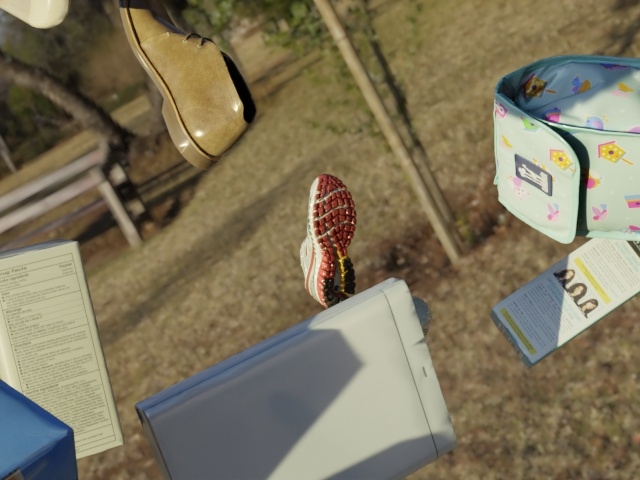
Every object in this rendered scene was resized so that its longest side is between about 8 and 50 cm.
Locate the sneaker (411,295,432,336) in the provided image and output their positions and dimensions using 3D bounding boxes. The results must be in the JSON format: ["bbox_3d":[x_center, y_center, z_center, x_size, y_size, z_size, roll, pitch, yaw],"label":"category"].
[{"bbox_3d":[0.090,0.153,1.686,0.237,0.085,0.086,-25,-40,-54],"label":"sneaker"}]

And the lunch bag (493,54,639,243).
[{"bbox_3d":[0.346,-0.111,1.439,0.262,0.223,0.160,3,54,14],"label":"lunch bag"}]

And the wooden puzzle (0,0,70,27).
[{"bbox_3d":[-0.398,-0.448,1.440,0.080,0.322,0.348,-2,17,-31],"label":"wooden puzzle"}]

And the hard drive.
[{"bbox_3d":[-0.017,0.220,1.354,0.353,0.233,0.047,-25,16,-22],"label":"hard drive"}]

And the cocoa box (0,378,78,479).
[{"bbox_3d":[-0.434,0.247,1.152,0.347,0.231,0.228,26,39,30],"label":"cocoa box"}]

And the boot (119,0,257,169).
[{"bbox_3d":[-0.179,-0.249,1.579,0.115,0.305,0.112,-38,-25,21],"label":"boot"}]

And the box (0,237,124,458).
[{"bbox_3d":[-0.399,0.162,1.680,0.148,0.311,0.121,-13,7,-23],"label":"box"}]

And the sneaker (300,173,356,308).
[{"bbox_3d":[0.000,0.000,1.909,0.088,0.225,0.093,-8,18,-34],"label":"sneaker"}]

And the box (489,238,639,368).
[{"bbox_3d":[0.369,0.073,1.638,0.244,0.100,0.060,-33,-13,-4],"label":"box"}]
